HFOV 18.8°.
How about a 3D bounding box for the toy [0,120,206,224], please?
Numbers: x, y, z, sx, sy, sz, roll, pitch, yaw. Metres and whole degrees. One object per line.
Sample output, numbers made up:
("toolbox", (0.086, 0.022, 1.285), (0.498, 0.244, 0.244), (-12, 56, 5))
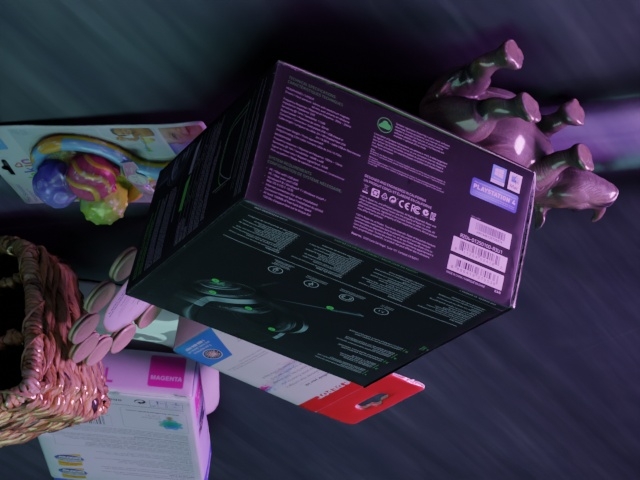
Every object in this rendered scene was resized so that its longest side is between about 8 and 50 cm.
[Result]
("toy", (-0.198, -0.053, 1.782), (0.237, 0.056, 0.137), (-3, 148, 18))

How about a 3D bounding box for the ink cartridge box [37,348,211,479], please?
("ink cartridge box", (-0.220, 0.210, 2.152), (0.186, 0.065, 0.311), (5, 149, 4))

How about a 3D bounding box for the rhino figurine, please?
("rhino figurine", (0.174, -0.076, 1.632), (0.106, 0.073, 0.243), (-18, 143, 31))

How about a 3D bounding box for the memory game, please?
("memory game", (-0.177, 0.047, 1.850), (0.012, 0.186, 0.186), (40, 154, 15))

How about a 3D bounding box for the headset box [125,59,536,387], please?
("headset box", (0.000, 0.000, 1.629), (0.246, 0.131, 0.283), (22, 153, -18))

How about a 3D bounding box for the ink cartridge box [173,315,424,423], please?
("ink cartridge box", (-0.017, 0.101, 1.980), (0.231, 0.078, 0.134), (26, 143, -28))

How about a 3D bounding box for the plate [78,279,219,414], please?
("plate", (-0.249, 0.127, 2.121), (0.278, 0.045, 0.277), (7, 150, 0))

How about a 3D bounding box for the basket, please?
("basket", (-0.390, 0.107, 1.886), (0.299, 0.213, 0.223), (-18, 168, 11))
